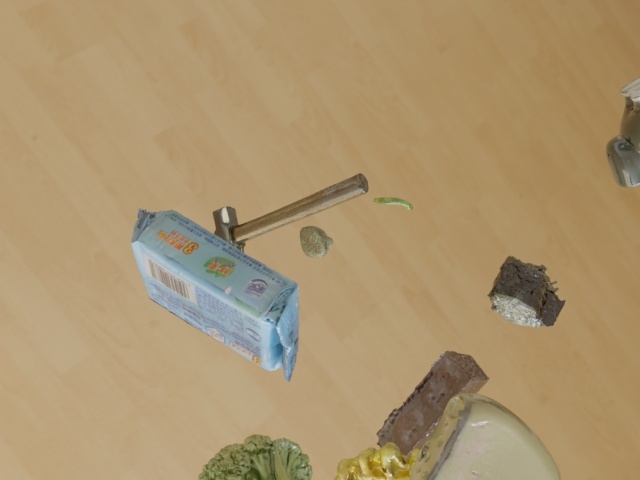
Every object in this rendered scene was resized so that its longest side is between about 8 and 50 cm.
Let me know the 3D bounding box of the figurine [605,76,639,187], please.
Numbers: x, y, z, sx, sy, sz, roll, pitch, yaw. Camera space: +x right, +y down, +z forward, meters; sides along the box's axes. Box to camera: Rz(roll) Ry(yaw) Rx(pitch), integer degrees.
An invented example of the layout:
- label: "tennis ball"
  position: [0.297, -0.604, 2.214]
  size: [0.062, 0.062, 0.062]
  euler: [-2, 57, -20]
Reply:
- label: "figurine"
  position: [0.321, -0.053, 0.730]
  size: [0.126, 0.147, 0.192]
  euler: [-28, 103, 4]

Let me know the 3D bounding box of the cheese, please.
- label: "cheese"
  position: [0.160, 0.195, 0.650]
  size: [0.192, 0.037, 0.097]
  euler: [33, 83, -14]

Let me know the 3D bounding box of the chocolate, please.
- label: "chocolate"
  position: [0.273, 0.411, 2.089]
  size: [0.112, 0.321, 0.112]
  euler: [7, 35, -45]

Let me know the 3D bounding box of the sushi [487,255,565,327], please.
- label: "sushi"
  position: [0.452, 0.116, 1.877]
  size: [0.115, 0.147, 0.212]
  euler: [-64, 151, -11]

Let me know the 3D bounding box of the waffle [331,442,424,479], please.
- label: "waffle"
  position: [0.132, 0.424, 1.261]
  size: [0.283, 0.309, 0.065]
  euler: [37, 40, 8]

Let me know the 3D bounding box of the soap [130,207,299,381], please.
- label: "soap"
  position: [-0.145, 0.067, 1.181]
  size: [0.293, 0.156, 0.077]
  euler: [29, 57, 18]

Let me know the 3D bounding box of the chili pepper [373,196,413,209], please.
- label: "chili pepper"
  position: [0.147, -0.073, 1.700]
  size: [0.083, 0.030, 0.017]
  euler: [12, 65, -17]

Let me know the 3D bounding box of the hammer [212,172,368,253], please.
- label: "hammer"
  position: [-0.058, -0.049, 1.537]
  size: [0.043, 0.365, 0.111]
  euler: [-1, 76, -49]

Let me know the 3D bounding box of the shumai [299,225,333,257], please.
- label: "shumai"
  position: [0.000, 0.000, 1.979]
  size: [0.083, 0.082, 0.080]
  euler: [36, 35, 29]

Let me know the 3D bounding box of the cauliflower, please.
- label: "cauliflower"
  position: [-0.125, 0.569, 1.823]
  size: [0.327, 0.260, 0.281]
  euler: [-37, 52, -25]
